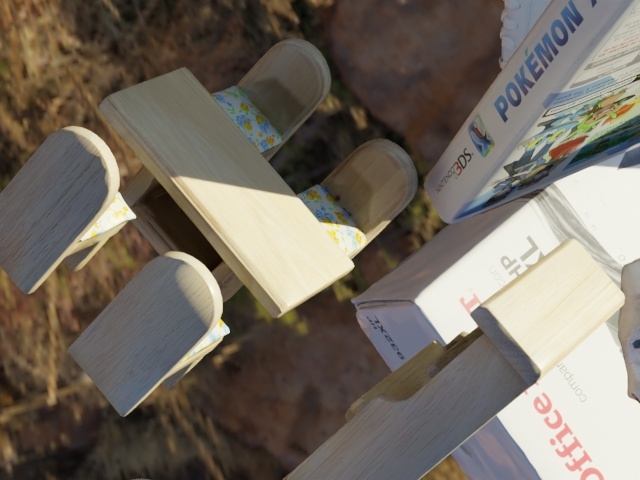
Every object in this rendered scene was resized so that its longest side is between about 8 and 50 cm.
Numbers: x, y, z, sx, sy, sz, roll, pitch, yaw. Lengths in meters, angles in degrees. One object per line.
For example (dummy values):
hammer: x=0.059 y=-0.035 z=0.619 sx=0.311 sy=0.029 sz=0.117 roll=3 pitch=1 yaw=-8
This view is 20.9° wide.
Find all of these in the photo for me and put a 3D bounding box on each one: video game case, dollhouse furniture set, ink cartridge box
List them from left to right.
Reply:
dollhouse furniture set: x=0.000 y=0.000 z=0.860 sx=0.161 sy=0.242 sz=0.212 roll=-45 pitch=172 yaw=34
ink cartridge box: x=0.216 y=0.043 z=1.298 sx=0.307 sy=0.129 sz=0.223 roll=-38 pitch=99 yaw=-18
video game case: x=0.237 y=-0.133 z=0.910 sx=0.329 sy=0.036 sz=0.300 roll=-23 pitch=165 yaw=-22

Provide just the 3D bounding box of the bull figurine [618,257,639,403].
bull figurine: x=0.303 y=0.000 z=0.917 sx=0.188 sy=0.101 sz=0.310 roll=44 pitch=89 yaw=-7

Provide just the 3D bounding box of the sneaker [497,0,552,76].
sneaker: x=0.148 y=-0.146 z=1.086 sx=0.095 sy=0.090 sz=0.235 roll=24 pitch=99 yaw=-8

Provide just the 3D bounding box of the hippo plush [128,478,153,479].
hippo plush: x=-0.195 y=0.387 z=1.776 sx=0.294 sy=0.234 sz=0.237 roll=27 pitch=138 yaw=-37
